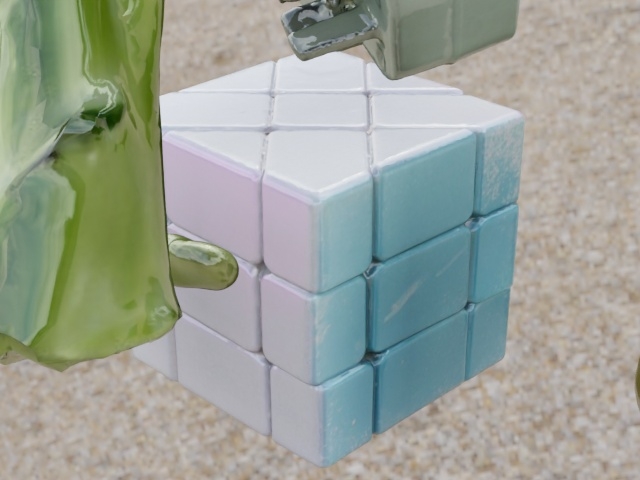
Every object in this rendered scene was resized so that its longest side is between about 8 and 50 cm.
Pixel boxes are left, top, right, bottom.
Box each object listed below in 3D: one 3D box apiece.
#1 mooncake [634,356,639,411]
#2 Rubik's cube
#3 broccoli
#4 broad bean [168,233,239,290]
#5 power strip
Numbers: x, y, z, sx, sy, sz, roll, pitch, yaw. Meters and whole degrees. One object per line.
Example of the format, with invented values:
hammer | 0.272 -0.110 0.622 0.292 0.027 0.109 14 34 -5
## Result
mooncake | 0.367 0.096 1.144 0.235 0.117 0.235 -52 19 26
Rubik's cube | 0.000 0.000 1.437 0.322 0.315 0.319 -23 35 -40
broccoli | -0.072 -0.175 0.521 0.275 0.353 0.397 4 54 -3
broad bean | -0.108 0.020 1.145 0.083 0.063 0.045 10 63 30
power strip | 0.006 -0.214 0.852 0.141 0.229 0.261 -22 56 -10
